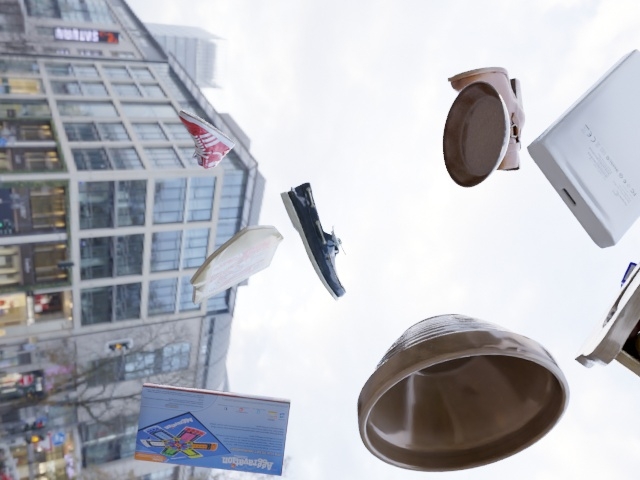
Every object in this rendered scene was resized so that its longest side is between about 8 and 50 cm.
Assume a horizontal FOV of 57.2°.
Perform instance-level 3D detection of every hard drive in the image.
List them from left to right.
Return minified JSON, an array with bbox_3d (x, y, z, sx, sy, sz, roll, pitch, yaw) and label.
[{"bbox_3d":[0.491,-0.158,0.964,0.203,0.307,0.040,52,-25,-5],"label":"hard drive"}]

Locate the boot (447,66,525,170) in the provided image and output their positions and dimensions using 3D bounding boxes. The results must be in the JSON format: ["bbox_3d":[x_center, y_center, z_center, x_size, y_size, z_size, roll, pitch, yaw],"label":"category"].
[{"bbox_3d":[0.385,-0.268,1.340,0.109,0.283,0.220,-2,-90,37],"label":"boot"}]

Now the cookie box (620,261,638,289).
[{"bbox_3d":[0.497,0.086,0.873,0.091,0.040,0.107,24,-18,34],"label":"cookie box"}]

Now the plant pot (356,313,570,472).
[{"bbox_3d":[0.155,0.164,0.688,0.110,0.237,0.237,-96,-160,-49],"label":"plant pot"}]

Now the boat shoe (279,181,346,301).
[{"bbox_3d":[0.000,0.000,1.210,0.095,0.079,0.255,79,-15,-77],"label":"boat shoe"}]

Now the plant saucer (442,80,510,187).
[{"bbox_3d":[0.298,-0.197,1.107,0.198,0.036,0.199,-178,-90,-68],"label":"plant saucer"}]

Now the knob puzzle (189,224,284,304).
[{"bbox_3d":[-0.149,0.025,1.036,0.030,0.213,0.213,53,-38,17],"label":"knob puzzle"}]

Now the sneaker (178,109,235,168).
[{"bbox_3d":[-0.194,-0.157,0.940,0.067,0.118,0.042,-52,-127,6],"label":"sneaker"}]

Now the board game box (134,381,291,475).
[{"bbox_3d":[-0.204,0.359,1.115,0.027,0.281,0.145,-133,-130,-88],"label":"board game box"}]

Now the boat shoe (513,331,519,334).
[{"bbox_3d":[0.318,0.220,0.959,0.184,0.066,0.063,-91,-171,-66],"label":"boat shoe"}]

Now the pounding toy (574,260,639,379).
[{"bbox_3d":[0.340,0.039,0.460,0.155,0.269,0.154,37,-21,20],"label":"pounding toy"}]
